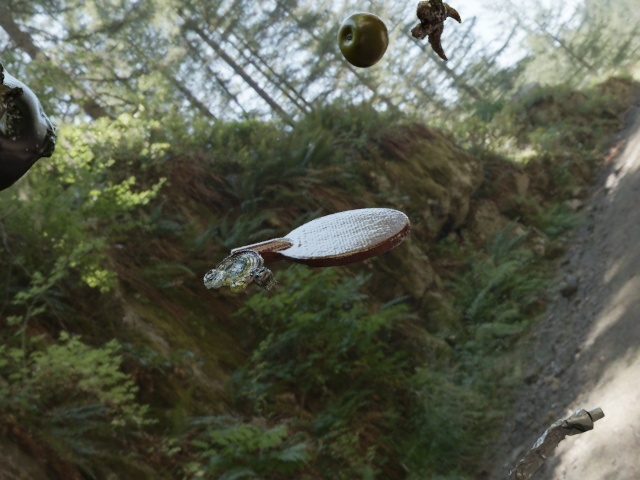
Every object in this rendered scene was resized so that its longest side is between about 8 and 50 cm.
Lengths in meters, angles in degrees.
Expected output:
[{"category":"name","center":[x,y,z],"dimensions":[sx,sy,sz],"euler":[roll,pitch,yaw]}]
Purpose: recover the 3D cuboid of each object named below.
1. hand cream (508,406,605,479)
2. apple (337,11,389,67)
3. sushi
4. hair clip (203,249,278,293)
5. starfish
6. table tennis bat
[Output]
[{"category":"hand cream","center":[0.515,0.444,1.360],"dimensions":[0.256,0.084,0.050],"euler":[-37,36,-6]},{"category":"apple","center":[0.071,-0.336,1.046],"dimensions":[0.074,0.090,0.090],"euler":[-10,-31,-43]},{"category":"sushi","center":[-0.531,-0.182,0.887],"dimensions":[0.224,0.239,0.219],"euler":[-23,-21,-7]},{"category":"hair clip","center":[-0.165,0.068,1.309],"dimensions":[0.172,0.049,0.116],"euler":[11,43,42]},{"category":"starfish","center":[0.300,-0.575,1.618],"dimensions":[0.238,0.071,0.216],"euler":[-30,-44,-40]},{"category":"table tennis bat","center":[0.000,0.000,1.412],"dimensions":[0.414,0.051,0.268],"euler":[-13,22,0]}]
